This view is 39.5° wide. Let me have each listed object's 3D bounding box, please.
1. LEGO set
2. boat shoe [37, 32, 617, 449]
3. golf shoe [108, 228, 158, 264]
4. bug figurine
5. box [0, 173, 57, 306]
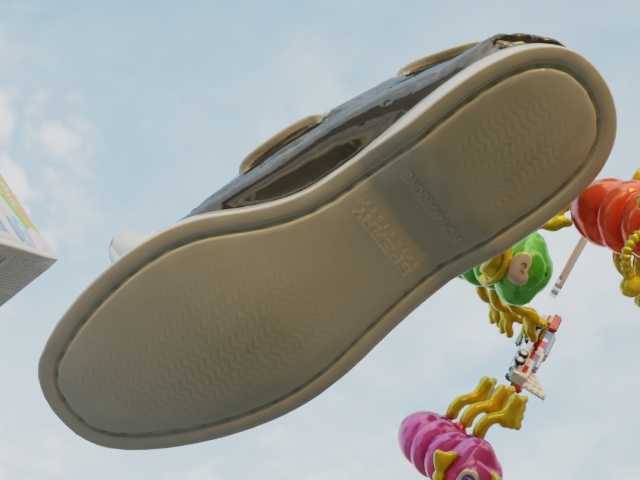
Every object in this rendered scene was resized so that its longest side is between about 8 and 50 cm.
[{"bbox_3d":[0.281,0.106,1.088,0.244,0.060,0.182,-60,-14,-4],"label":"LEGO set"},{"bbox_3d":[0.000,0.000,0.451,0.302,0.091,0.114,-27,-71,3],"label":"boat shoe"},{"bbox_3d":[-0.161,0.024,1.146,0.115,0.306,0.140,18,-85,-48],"label":"golf shoe"},{"bbox_3d":[0.114,0.078,0.465,0.072,0.216,0.279,10,-87,-24],"label":"bug figurine"},{"bbox_3d":[-0.339,-0.038,0.764,0.103,0.203,0.114,-38,-13,2],"label":"box"}]
